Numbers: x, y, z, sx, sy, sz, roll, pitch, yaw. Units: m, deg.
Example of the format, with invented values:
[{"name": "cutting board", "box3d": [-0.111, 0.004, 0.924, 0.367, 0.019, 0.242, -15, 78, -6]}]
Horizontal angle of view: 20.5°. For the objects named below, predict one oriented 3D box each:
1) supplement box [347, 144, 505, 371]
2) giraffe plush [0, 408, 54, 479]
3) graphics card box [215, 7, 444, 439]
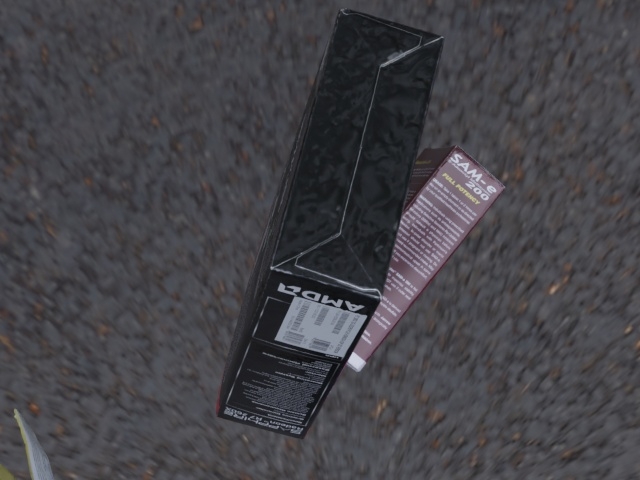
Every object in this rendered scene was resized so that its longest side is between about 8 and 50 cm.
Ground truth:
[{"name": "supplement box", "box3d": [0.075, 0.015, 1.811, 0.073, 0.130, 0.239, 39, 85, -9]}, {"name": "giraffe plush", "box3d": [-0.168, 0.175, 0.688, 0.170, 0.210, 0.181, -33, 117, 1]}, {"name": "graphics card box", "box3d": [0.000, 0.000, 1.460, 0.094, 0.371, 0.233, 16, 65, -2]}]
